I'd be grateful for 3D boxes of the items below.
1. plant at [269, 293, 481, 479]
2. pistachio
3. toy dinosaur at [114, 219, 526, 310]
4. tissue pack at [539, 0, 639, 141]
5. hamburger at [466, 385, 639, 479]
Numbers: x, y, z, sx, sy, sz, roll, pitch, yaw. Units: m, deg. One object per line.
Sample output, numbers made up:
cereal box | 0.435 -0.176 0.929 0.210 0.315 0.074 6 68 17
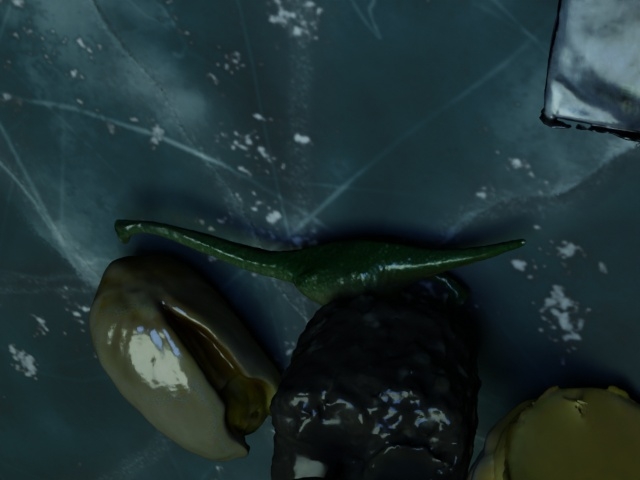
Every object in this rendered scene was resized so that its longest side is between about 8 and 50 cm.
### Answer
plant | 0.053 0.224 1.890 0.215 0.312 0.213 3 136 8
pistachio | -0.169 0.141 2.158 0.197 0.166 0.288 11 140 58
toy dinosaur | 0.000 0.000 2.002 0.447 0.087 0.301 -31 106 39
tissue pack | 0.339 -0.257 1.538 0.259 0.122 0.361 10 123 6
hamburger | 0.271 0.312 1.987 0.276 0.276 0.237 35 145 0
